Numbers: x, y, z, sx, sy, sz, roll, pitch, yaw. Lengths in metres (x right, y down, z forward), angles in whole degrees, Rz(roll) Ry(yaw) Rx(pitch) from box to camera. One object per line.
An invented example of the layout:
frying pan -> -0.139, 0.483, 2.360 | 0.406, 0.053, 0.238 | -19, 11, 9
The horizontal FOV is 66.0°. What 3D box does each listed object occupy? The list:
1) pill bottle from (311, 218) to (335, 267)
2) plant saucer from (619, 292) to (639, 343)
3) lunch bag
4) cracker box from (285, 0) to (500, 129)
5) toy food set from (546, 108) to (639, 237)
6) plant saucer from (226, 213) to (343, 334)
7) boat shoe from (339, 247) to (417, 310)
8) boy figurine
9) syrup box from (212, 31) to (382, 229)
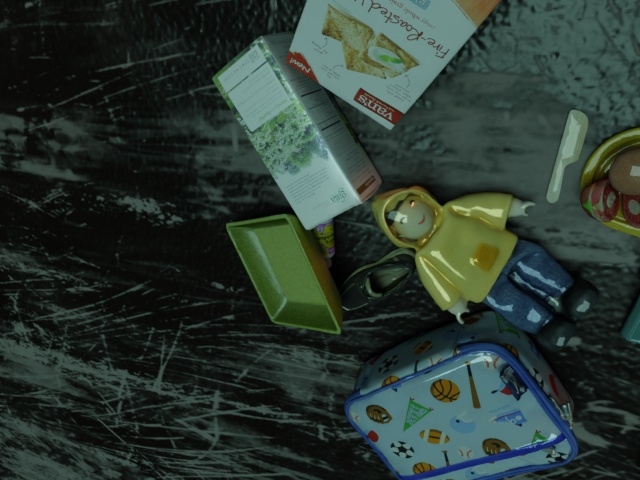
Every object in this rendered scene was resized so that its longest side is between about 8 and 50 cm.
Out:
pill bottle -> 0.000, 0.000, 0.738 | 0.044, 0.043, 0.083 | 6, 115, 21
plant saucer -> 0.414, 0.062, 0.572 | 0.067, 0.018, 0.192 | 11, 135, 19
lunch bag -> 0.208, 0.252, 0.726 | 0.303, 0.115, 0.243 | -31, 100, 32
cracker box -> 0.067, -0.231, 0.508 | 0.156, 0.067, 0.232 | 31, 157, -5
toy food set -> 0.365, -0.054, 0.539 | 0.218, 0.071, 0.128 | 20, 119, 14
plant saucer -> -0.047, 0.043, 0.746 | 0.188, 0.045, 0.188 | -4, 114, 53
boat shoe -> 0.078, 0.063, 0.729 | 0.056, 0.049, 0.152 | 47, 122, -3
boy figurine -> 0.196, 0.011, 0.622 | 0.285, 0.092, 0.177 | 35, 99, 4
syrup box -> -0.026, -0.143, 0.653 | 0.093, 0.096, 0.236 | -27, 101, 32
